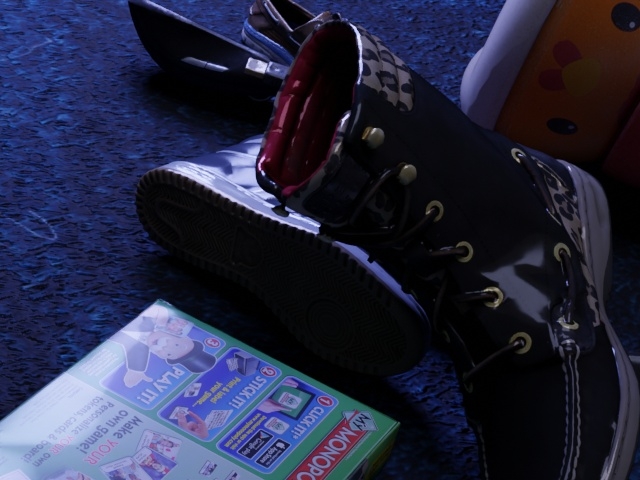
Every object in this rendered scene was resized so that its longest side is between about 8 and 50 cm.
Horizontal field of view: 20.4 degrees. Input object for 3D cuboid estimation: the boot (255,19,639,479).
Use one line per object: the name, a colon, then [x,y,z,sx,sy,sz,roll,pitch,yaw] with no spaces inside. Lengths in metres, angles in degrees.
boot: [0.090,0.025,1.283,0.284,0.138,0.377,34,41,-27]

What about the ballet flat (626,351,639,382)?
ballet flat: [0.287,0.127,1.455,0.173,0.057,0.049,10,-9,-12]

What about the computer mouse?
computer mouse: [-0.078,-0.156,1.679,0.262,0.060,0.184,25,5,1]

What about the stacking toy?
stacking toy: [0.406,-0.142,1.680,0.480,0.350,0.350,30,33,9]

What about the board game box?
board game box: [-0.108,0.164,1.201,0.213,0.046,0.317,27,32,16]

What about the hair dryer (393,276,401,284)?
hair dryer: [0.124,-0.013,1.559,0.223,0.080,0.293,9,32,-12]

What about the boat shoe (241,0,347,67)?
boat shoe: [-0.002,-0.198,1.808,0.183,0.066,0.066,29,34,21]

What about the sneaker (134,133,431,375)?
sneaker: [0.000,0.000,1.463,0.282,0.099,0.153,31,32,23]
